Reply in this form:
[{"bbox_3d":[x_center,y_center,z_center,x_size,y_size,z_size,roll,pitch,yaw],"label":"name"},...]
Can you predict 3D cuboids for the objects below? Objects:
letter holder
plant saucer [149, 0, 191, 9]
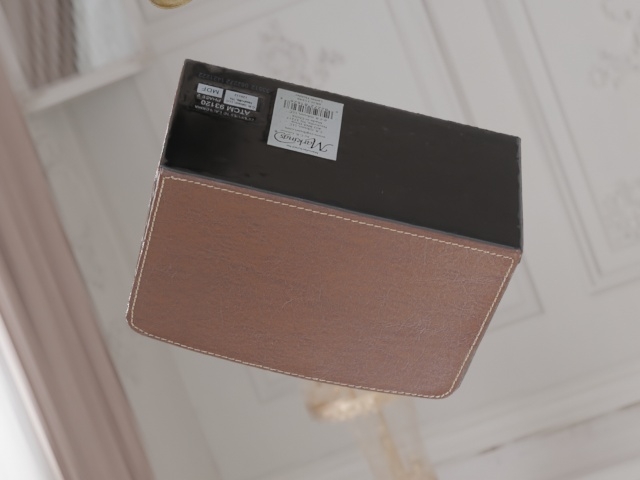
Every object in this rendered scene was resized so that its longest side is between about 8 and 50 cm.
[{"bbox_3d":[0.000,0.000,1.355,0.302,0.214,0.152,13,-137,-6],"label":"letter holder"},{"bbox_3d":[-0.114,-0.226,1.255,0.083,0.083,0.015,-27,-128,-36],"label":"plant saucer"}]
